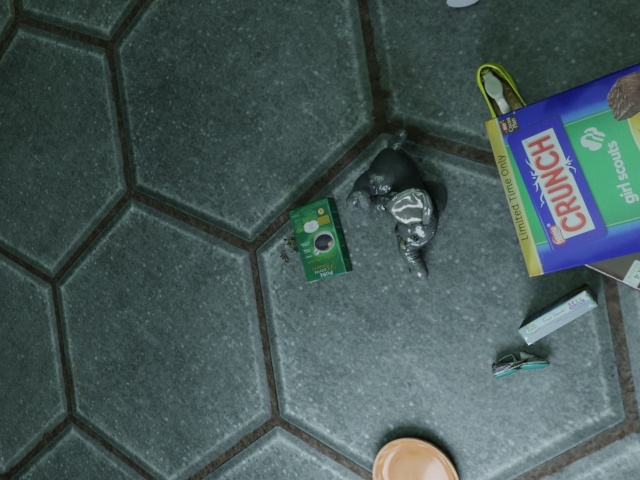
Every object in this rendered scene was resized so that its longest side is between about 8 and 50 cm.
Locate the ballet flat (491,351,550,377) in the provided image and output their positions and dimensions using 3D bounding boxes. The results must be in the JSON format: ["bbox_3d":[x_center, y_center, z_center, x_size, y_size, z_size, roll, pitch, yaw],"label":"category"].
[{"bbox_3d":[0.398,0.245,1.072,0.114,0.041,0.041,-22,82,25],"label":"ballet flat"}]

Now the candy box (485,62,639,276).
[{"bbox_3d":[0.451,-0.113,0.828,0.317,0.122,0.268,-18,84,28],"label":"candy box"}]

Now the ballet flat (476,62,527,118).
[{"bbox_3d":[0.368,-0.249,1.041,0.077,0.077,0.231,-30,79,25],"label":"ballet flat"}]

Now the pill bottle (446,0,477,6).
[{"bbox_3d":[0.283,-0.556,1.067,0.086,0.086,0.152,-2,92,28],"label":"pill bottle"}]

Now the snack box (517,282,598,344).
[{"bbox_3d":[0.447,0.137,1.004,0.141,0.100,0.037,-39,75,24],"label":"snack box"}]

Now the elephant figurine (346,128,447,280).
[{"bbox_3d":[0.190,-0.068,1.120,0.239,0.186,0.169,39,66,10],"label":"elephant figurine"}]

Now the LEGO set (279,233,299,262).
[{"bbox_3d":[-0.071,0.016,1.317,0.083,0.023,0.054,-45,70,36],"label":"LEGO set"}]

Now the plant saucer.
[{"bbox_3d":[0.213,0.530,1.180,0.200,0.037,0.200,2,94,27],"label":"plant saucer"}]

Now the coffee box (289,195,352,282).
[{"bbox_3d":[0.000,0.000,1.265,0.113,0.040,0.184,-19,83,27],"label":"coffee box"}]

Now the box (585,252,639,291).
[{"bbox_3d":[0.592,0.005,0.904,0.381,0.143,0.191,28,104,22],"label":"box"}]
